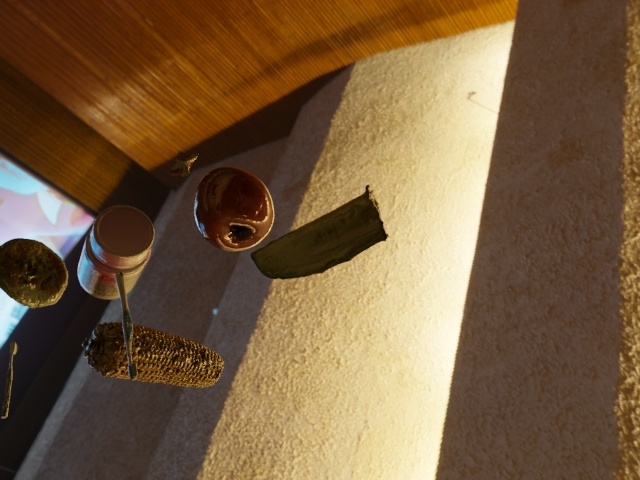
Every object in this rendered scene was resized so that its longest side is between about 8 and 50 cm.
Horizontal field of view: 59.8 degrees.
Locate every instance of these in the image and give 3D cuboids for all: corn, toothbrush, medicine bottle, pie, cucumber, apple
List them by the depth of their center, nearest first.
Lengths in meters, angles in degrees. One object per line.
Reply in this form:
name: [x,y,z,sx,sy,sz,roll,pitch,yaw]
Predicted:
toothbrush: [-0.271,0.115,0.776,0.017,0.014,0.162,-38,-121,36]
corn: [-0.339,0.242,1.167,0.115,0.318,0.115,-17,-119,34]
pie: [-0.684,0.074,1.321,0.041,0.187,0.187,-27,-141,23]
cucumber: [0.001,0.002,1.324,0.325,0.145,0.105,-26,176,9]
toothbrush: [-0.858,0.381,1.535,0.016,0.019,0.219,-10,-125,-5]
apple: [-0.256,-0.099,1.621,0.253,0.253,0.253,-30,-142,27]
medicine bottle: [-0.721,0.049,1.964,0.388,0.219,0.219,-42,-153,52]

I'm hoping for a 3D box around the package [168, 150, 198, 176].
package: [-0.360,-0.203,1.468,0.059,0.029,0.083,8,-122,12]
